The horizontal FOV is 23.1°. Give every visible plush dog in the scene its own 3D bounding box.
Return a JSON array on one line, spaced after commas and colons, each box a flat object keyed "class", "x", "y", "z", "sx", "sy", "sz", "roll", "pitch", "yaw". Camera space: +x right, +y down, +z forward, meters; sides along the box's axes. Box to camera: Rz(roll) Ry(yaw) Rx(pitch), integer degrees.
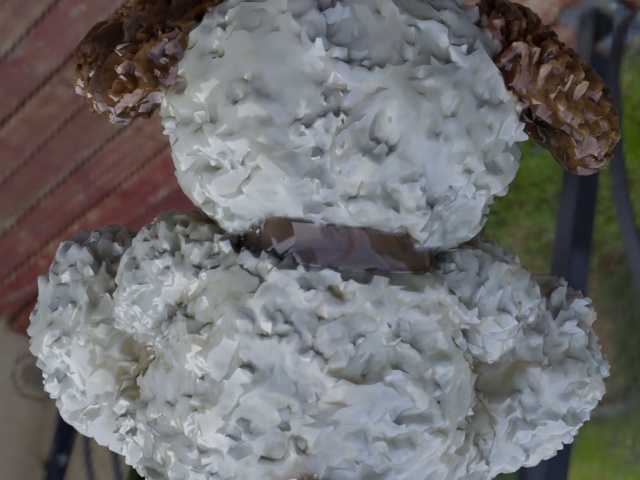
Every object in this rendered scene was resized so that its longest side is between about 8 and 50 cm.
[{"class": "plush dog", "x": 0.000, "y": 0.000, "z": 0.627, "sx": 0.262, "sy": 0.225, "sz": 0.210, "roll": 5, "pitch": -167, "yaw": 2}]
